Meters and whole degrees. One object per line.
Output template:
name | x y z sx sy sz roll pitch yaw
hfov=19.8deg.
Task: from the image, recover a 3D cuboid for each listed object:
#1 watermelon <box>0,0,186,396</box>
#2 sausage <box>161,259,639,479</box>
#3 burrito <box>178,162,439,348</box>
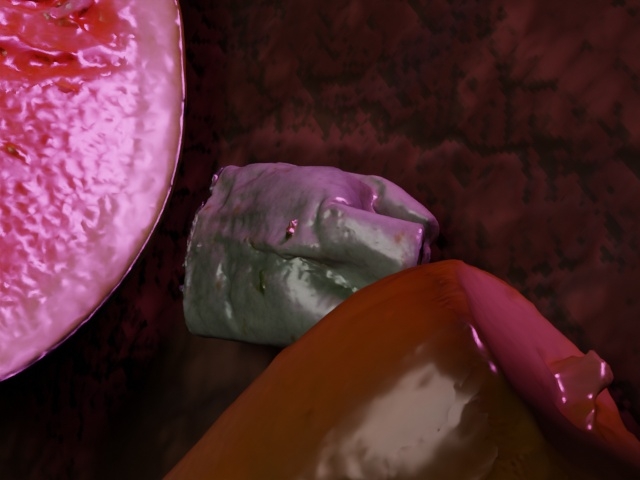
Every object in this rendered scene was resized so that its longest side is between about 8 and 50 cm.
watermelon | -0.146 -0.043 0.766 0.128 0.159 0.303 122 151 -60
sausage | -0.041 0.137 0.544 0.328 0.112 0.112 -45 41 23
burrito | -0.002 0.003 0.631 0.118 0.044 0.074 2 66 54
